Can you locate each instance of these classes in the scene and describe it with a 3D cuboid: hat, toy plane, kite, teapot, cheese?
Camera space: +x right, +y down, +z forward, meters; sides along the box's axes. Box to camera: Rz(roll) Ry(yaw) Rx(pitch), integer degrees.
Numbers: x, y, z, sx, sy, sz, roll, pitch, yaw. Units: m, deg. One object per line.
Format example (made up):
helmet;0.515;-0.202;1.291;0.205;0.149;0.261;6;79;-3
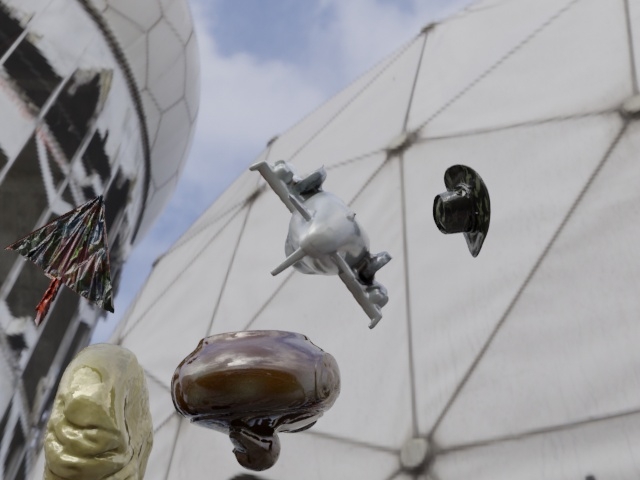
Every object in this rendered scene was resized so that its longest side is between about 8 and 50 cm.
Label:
hat;0.169;-0.034;1.276;0.050;0.121;0.121;-14;-56;-14
toy plane;0.000;0.000;1.244;0.117;0.244;0.244;-38;-66;4
kite;-0.321;0.022;1.306;0.009;0.232;0.189;23;-86;-53
teapot;-0.035;0.098;0.618;0.098;0.078;0.129;-7;-14;13
cheese;-0.284;0.245;1.325;0.117;0.226;0.214;4;-44;1
